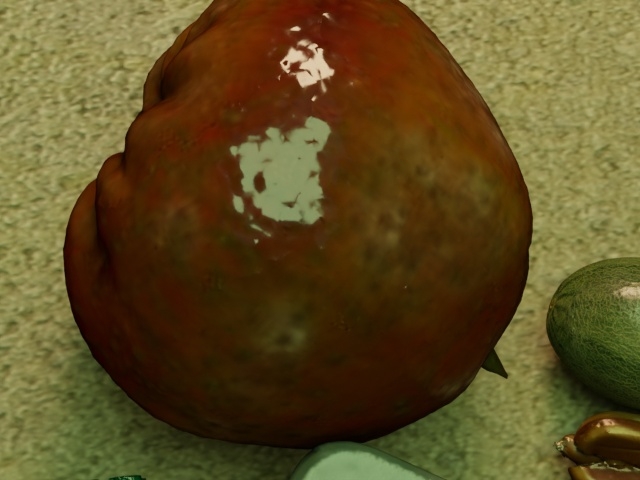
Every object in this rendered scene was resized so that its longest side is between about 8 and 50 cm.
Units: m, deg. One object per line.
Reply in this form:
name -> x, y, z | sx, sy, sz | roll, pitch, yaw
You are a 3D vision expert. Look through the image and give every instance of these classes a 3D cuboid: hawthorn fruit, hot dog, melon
hawthorn fruit -> 0.000, 0.000, 1.311 | 0.403, 0.403, 0.403 | 3, 70, -7
hot dog -> 0.324, 0.202, 1.437 | 0.235, 0.062, 0.092 | 11, 104, -7
melon -> 0.300, 0.087, 1.438 | 0.192, 0.139, 0.139 | 19, 69, 0

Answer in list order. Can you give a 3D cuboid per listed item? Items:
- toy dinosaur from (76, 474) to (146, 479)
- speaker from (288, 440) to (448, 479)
toy dinosaur -> -0.172, 0.251, 1.364 | 0.132, 0.059, 0.096 | -2, 79, 0
speaker -> 0.139, 0.318, 1.299 | 0.406, 0.184, 0.183 | 25, 79, 1
